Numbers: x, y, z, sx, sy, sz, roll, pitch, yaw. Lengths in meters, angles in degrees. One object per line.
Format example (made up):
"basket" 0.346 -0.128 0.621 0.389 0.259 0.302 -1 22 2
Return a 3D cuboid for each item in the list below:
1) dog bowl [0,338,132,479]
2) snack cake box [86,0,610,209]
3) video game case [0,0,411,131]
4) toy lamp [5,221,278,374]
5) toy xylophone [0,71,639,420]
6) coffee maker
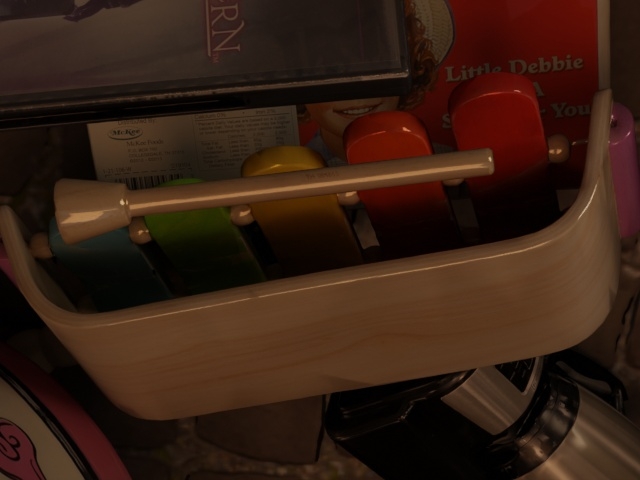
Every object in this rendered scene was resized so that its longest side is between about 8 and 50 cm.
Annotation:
"dog bowl" -0.247 0.213 0.983 0.408 0.150 0.408 7 103 29
"snack cake box" 0.011 -0.100 0.956 0.264 0.089 0.152 -5 119 2
"video game case" -0.102 -0.145 0.879 0.274 0.196 0.026 -5 156 3
"toy lamp" -0.134 0.055 1.054 0.275 0.080 0.080 -21 119 13
"toy xylophone" 0.000 0.000 0.887 0.323 0.081 0.236 -7 151 1
"coffee maker" 0.089 0.122 1.074 0.171 0.120 0.178 -39 114 21
